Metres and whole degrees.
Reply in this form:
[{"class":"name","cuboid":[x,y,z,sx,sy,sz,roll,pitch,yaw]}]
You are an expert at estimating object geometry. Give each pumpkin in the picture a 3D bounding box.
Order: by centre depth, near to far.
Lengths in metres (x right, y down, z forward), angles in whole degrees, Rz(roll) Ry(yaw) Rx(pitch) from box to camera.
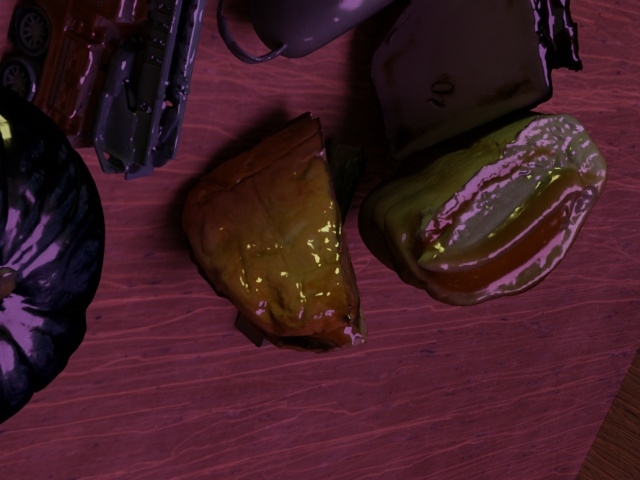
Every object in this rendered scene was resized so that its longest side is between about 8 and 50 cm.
[{"class":"pumpkin","cuboid":[-0.373,0.016,1.403,0.363,0.266,0.363,-28,129,-41]}]

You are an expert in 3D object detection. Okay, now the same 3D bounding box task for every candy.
[{"class":"candy","cuboid":[0.131,-0.141,2.267,0.062,0.038,0.122,-27,138,-42]}]

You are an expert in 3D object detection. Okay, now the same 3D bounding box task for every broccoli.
[{"class":"broccoli","cuboid":[0.004,0.014,2.126,0.274,0.177,0.198,-59,148,-25]}]

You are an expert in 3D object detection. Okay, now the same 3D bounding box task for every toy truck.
[{"class":"toy truck","cuboid":[-0.191,-0.243,1.538,0.133,0.184,0.338,-12,127,-53]}]

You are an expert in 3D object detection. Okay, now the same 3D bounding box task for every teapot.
[{"class":"teapot","cuboid":[0.000,-0.304,1.798,0.294,0.129,0.193,-34,-175,-25]}]

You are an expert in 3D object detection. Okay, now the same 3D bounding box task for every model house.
[{"class":"model house","cuboid":[0.208,-0.316,2.096,0.282,0.297,0.317,-59,139,-55]}]

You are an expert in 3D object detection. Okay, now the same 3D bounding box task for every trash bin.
[{"class":"trash bin","cuboid":[-0.070,0.115,2.181,0.092,0.061,0.043,-18,138,-45]}]

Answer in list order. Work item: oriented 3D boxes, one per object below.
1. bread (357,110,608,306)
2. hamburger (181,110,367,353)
[{"class":"bread","cuboid":[0.217,-0.039,2.119,0.300,0.341,0.210,-37,106,-12]},{"class":"hamburger","cuboid":[-0.068,0.002,1.928,0.209,0.330,0.162,-11,151,2]}]
